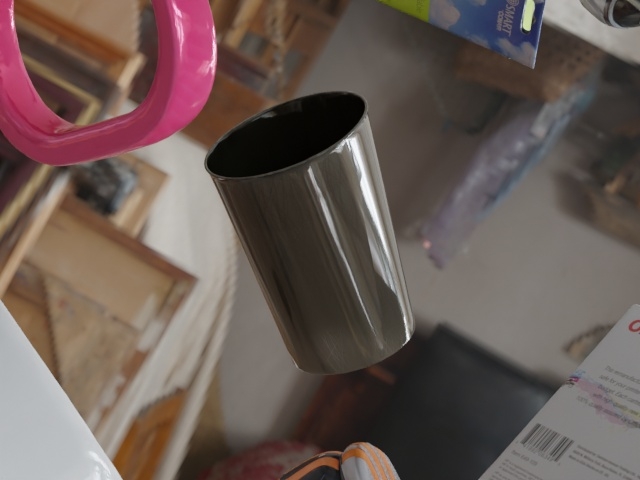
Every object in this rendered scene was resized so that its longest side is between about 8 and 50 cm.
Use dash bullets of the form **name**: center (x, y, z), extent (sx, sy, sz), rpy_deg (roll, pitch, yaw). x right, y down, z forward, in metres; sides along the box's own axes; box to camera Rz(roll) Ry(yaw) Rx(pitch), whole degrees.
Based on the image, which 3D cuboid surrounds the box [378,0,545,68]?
- **box**: center (0.100, -0.213, 1.143), extent (0.178, 0.042, 0.109), rpy_deg (26, -33, 18)

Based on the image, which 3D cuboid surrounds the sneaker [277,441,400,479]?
- **sneaker**: center (0.031, 0.365, 1.397), extent (0.124, 0.180, 0.321), rpy_deg (12, 54, -67)

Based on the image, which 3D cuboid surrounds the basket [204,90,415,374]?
- **basket**: center (0.000, 0.000, 1.404), extent (0.154, 0.227, 0.204), rpy_deg (-10, 22, 18)

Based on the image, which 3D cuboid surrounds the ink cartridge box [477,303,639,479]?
- **ink cartridge box**: center (0.335, 0.240, 1.472), extent (0.197, 0.270, 0.198), rpy_deg (51, -15, -29)

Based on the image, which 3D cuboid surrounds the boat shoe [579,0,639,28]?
- **boat shoe**: center (0.262, -0.194, 1.013), extent (0.105, 0.113, 0.306), rpy_deg (49, -10, 9)

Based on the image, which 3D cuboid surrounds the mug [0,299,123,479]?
- **mug**: center (-0.318, 0.156, 0.877), extent (0.374, 0.328, 0.276), rpy_deg (49, -16, 26)

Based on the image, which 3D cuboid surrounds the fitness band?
- **fitness band**: center (-0.190, -0.167, 1.158), extent (0.054, 0.209, 0.291), rpy_deg (-20, 7, -41)
